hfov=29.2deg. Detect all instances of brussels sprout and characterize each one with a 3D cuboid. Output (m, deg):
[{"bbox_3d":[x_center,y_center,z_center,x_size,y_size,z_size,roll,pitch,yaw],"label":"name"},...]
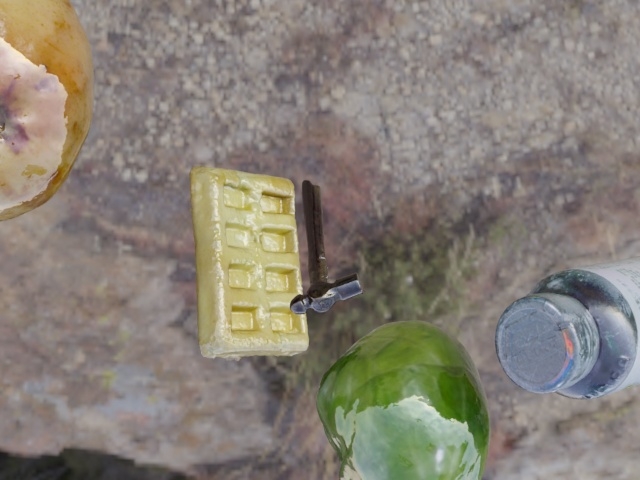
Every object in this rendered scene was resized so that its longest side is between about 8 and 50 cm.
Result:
[{"bbox_3d":[0.101,0.213,1.437,0.244,0.244,0.244,-2,142,-2],"label":"brussels sprout"}]

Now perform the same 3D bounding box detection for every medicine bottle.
[{"bbox_3d":[0.313,0.094,1.344,0.293,0.141,0.141,-6,153,-47],"label":"medicine bottle"}]

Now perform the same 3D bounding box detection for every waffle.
[{"bbox_3d":[-0.101,0.030,1.714,0.168,0.274,0.057,7,163,-45],"label":"waffle"}]

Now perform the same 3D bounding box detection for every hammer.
[{"bbox_3d":[0.000,0.000,1.099,0.065,0.178,0.021,-17,127,9],"label":"hammer"}]

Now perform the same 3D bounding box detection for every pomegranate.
[{"bbox_3d":[-0.270,-0.115,0.957,0.207,0.207,0.207,-2,142,-2],"label":"pomegranate"}]
